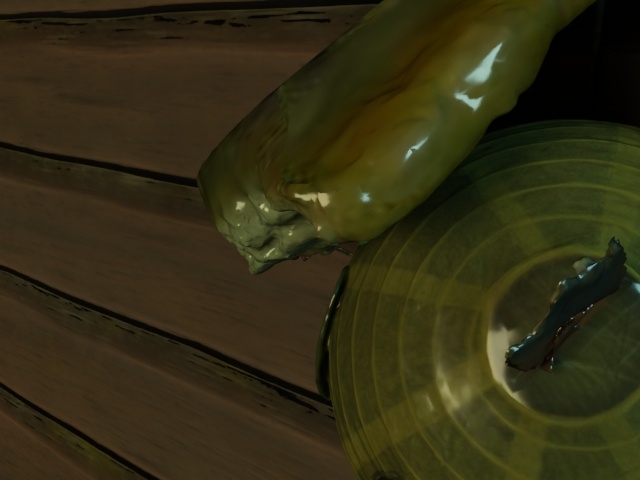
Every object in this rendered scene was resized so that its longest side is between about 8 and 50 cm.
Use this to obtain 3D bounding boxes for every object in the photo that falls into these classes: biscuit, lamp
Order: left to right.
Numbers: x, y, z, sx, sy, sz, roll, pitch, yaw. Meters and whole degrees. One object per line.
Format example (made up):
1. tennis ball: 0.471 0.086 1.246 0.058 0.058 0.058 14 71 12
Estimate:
1. biscuit: 0.021 -0.069 0.494 0.078 0.329 0.335 47 138 -6
2. lamp: 0.121 0.054 0.411 0.250 0.284 0.250 -3 76 12

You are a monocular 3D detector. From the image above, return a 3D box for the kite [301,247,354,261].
1. kite: -0.002 0.005 0.723 0.078 0.002 0.044 48 125 32
